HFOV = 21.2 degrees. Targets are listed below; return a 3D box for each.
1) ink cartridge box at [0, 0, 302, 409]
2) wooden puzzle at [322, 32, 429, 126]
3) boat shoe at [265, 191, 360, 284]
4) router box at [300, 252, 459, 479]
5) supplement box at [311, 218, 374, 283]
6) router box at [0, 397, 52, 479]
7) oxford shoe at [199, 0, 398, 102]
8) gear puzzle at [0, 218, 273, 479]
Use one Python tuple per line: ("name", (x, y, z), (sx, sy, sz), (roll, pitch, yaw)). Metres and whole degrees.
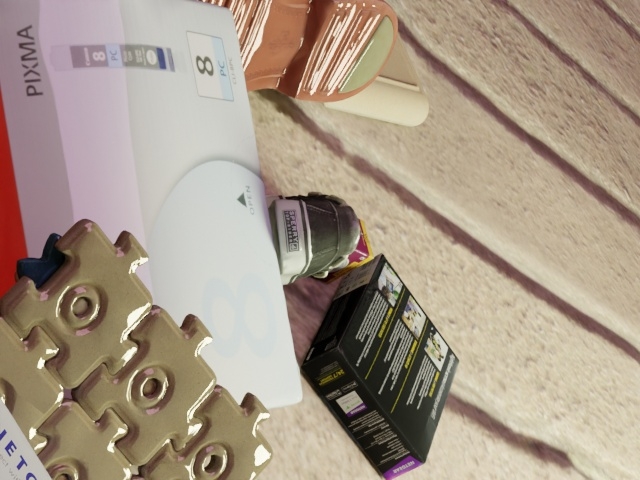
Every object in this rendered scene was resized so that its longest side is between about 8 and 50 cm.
("ink cartridge box", (-0.164, -0.023, 1.143), (0.385, 0.091, 0.308), (1, 78, -62))
("wooden puzzle", (0.019, -0.239, 1.821), (0.221, 0.044, 0.238), (6, 63, -59))
("boat shoe", (-0.011, -0.001, 1.388), (0.219, 0.070, 0.077), (-170, -105, -82))
("router box", (0.057, 0.110, 1.523), (0.133, 0.046, 0.179), (54, 27, -13))
("supplement box", (0.000, 0.000, 1.524), (0.083, 0.055, 0.043), (24, 44, -49))
("router box", (-0.167, 0.288, 0.851), (0.335, 0.082, 0.301), (62, 22, -13))
("oxford shoe", (-0.104, -0.208, 1.518), (0.146, 0.140, 0.397), (39, 18, 34))
("gear puzzle", (-0.120, 0.142, 1.089), (0.175, 0.044, 0.339), (-47, 129, -18))
